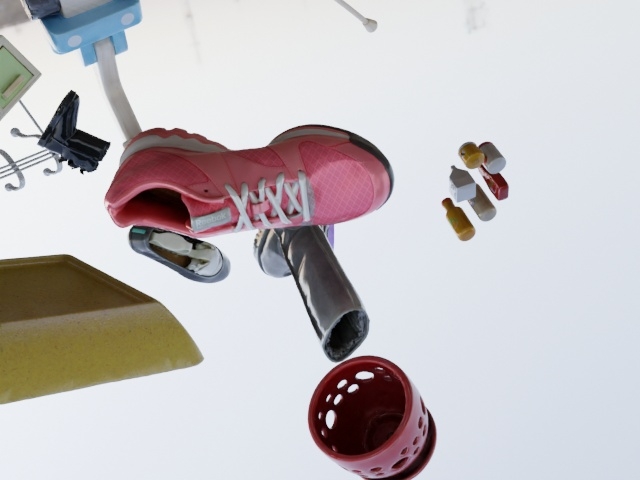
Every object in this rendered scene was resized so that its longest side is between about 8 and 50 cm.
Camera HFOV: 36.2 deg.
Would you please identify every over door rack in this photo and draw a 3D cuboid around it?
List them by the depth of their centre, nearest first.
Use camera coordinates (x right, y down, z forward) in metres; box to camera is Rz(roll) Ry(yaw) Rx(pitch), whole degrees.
[{"bbox_3d":[-0.685,-0.240,1.946,0.108,0.324,0.239,-20,-171,36],"label":"over door rack"}]

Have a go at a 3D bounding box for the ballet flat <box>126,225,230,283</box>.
[{"bbox_3d":[-0.294,0.032,2.154,0.280,0.095,0.096,21,164,-37],"label":"ballet flat"}]

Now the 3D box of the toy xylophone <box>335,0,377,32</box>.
[{"bbox_3d":[0.092,-0.568,1.972,0.081,0.323,0.236,34,-88,34],"label":"toy xylophone"}]

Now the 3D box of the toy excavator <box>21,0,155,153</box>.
[{"bbox_3d":[-0.435,-0.390,1.893,0.222,0.445,0.433,-28,-118,-15],"label":"toy excavator"}]

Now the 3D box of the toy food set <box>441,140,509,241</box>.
[{"bbox_3d":[0.290,-0.119,1.883,0.111,0.232,0.104,-19,-132,-9],"label":"toy food set"}]

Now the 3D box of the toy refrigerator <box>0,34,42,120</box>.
[{"bbox_3d":[-0.627,-0.233,1.731,0.094,0.102,0.269,12,-120,52],"label":"toy refrigerator"}]

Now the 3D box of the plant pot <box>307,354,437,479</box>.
[{"bbox_3d":[0.095,0.314,1.667,0.191,0.174,0.191,-13,-125,19],"label":"plant pot"}]

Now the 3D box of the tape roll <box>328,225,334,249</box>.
[{"bbox_3d":[-0.033,-0.075,2.196,0.090,0.275,0.275,-4,-159,-7],"label":"tape roll"}]

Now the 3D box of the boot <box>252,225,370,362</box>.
[{"bbox_3d":[-0.010,0.055,1.176,0.076,0.189,0.208,-22,-120,-17],"label":"boot"}]

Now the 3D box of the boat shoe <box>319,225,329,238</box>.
[{"bbox_3d":[0.000,0.000,1.987,0.075,0.065,0.206,-32,-145,36],"label":"boat shoe"}]

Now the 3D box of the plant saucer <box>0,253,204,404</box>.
[{"bbox_3d":[-0.369,0.092,1.257,0.333,0.081,0.333,-6,-161,-45],"label":"plant saucer"}]

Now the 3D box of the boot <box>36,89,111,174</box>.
[{"bbox_3d":[-0.376,-0.166,1.530,0.121,0.099,0.045,-51,-158,25],"label":"boot"}]

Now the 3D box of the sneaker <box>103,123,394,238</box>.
[{"bbox_3d":[-0.080,-0.042,1.032,0.314,0.116,0.136,1,-148,14],"label":"sneaker"}]
